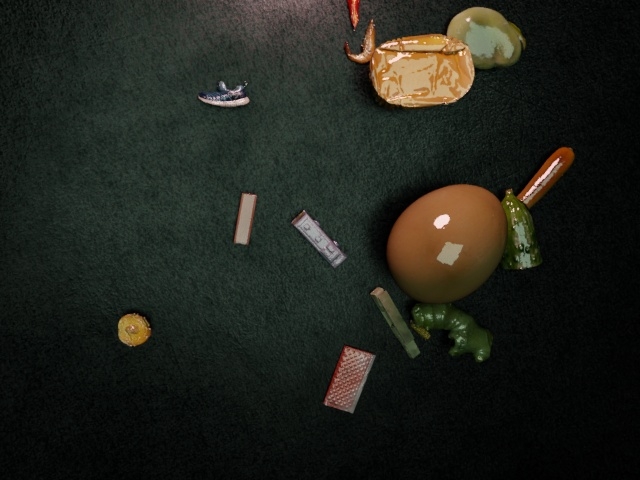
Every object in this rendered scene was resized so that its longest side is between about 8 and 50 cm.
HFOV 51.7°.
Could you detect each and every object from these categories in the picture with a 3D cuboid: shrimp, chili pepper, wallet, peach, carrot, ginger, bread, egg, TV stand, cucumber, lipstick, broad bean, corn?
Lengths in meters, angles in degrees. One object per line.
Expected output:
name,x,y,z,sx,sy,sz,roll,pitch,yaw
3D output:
shrimp,0.118,-0.568,1.873,0.091,0.025,0.127,13,99,-9
chili pepper,0.095,-0.679,1.851,0.045,0.027,0.178,-6,99,-3
wallet,0.088,0.426,2.025,0.103,0.020,0.196,19,96,-12
peach,-0.534,0.254,1.884,0.098,0.061,0.098,4,80,-24
carrot,0.686,-0.192,1.998,0.067,0.067,0.225,40,93,-12
ginger,0.406,0.270,2.011,0.290,0.089,0.137,40,86,-12
bread,0.277,-0.466,1.842,0.288,0.156,0.204,-11,97,5
egg,0.357,0.007,1.860,0.374,0.301,0.301,-41,102,-13
TV stand,0.232,0.254,2.010,0.036,0.042,0.249,-37,105,-23
cucumber,0.585,-0.033,1.982,0.134,0.134,0.244,-12,94,-7
lipstick,-0.217,-0.062,1.891,0.045,0.045,0.145,10,96,-9
broad bean,0.476,-0.576,1.891,0.228,0.100,0.169,5,100,-6
corn,0.305,0.271,2.029,0.083,0.028,0.027,44,79,-13

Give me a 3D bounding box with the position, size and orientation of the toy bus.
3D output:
toy bus,0.000,0.000,1.918,0.064,0.075,0.190,-43,101,-1

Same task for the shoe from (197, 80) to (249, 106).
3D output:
shoe,-0.268,-0.402,1.821,0.143,0.064,0.071,-4,100,-11
